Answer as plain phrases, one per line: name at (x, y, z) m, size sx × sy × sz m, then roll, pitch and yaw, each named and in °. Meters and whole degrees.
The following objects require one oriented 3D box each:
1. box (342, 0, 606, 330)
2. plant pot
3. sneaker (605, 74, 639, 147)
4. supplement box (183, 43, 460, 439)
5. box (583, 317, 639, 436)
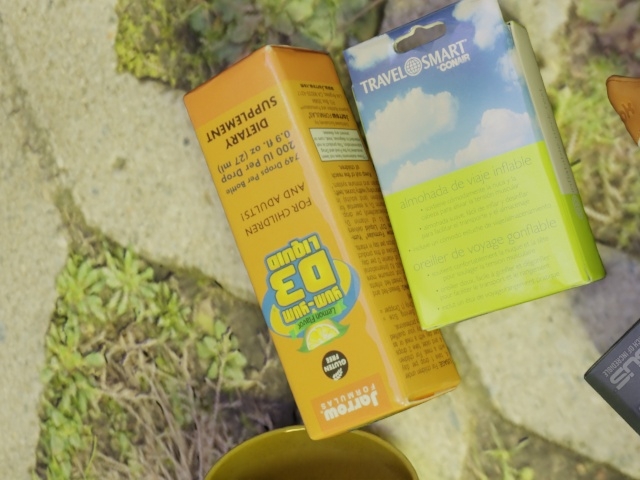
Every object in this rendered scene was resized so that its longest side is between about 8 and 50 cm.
box at (0.089, -0.046, 0.710) m, size 0.109 × 0.042 × 0.178 m, roll -19°, pitch 83°, yaw 26°
plant pot at (-0.004, 0.191, 0.731) m, size 0.134 × 0.134 × 0.095 m, roll 12°, pitch 122°, yaw 27°
sneaker at (0.253, -0.153, 0.585) m, size 0.123 × 0.106 × 0.290 m, roll 46°, pitch 110°, yaw 21°
supplement box at (0.000, 0.000, 0.739) m, size 0.078 × 0.080 × 0.233 m, roll -27°, pitch 82°, yaw 28°
box at (0.281, 0.055, 0.604) m, size 0.183 × 0.059 × 0.233 m, roll 47°, pitch 110°, yaw 19°
